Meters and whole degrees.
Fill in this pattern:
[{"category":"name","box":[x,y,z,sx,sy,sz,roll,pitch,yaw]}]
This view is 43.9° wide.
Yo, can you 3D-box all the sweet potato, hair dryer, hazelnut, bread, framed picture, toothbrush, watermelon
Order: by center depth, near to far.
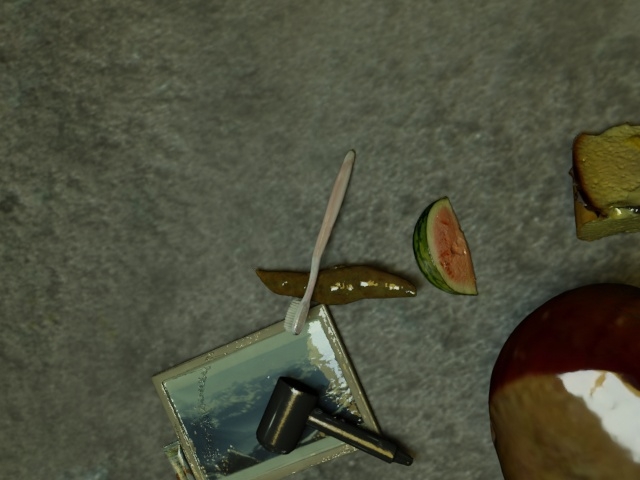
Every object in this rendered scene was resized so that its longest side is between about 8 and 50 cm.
[{"category":"hazelnut","box":[0.401,0.261,1.075,0.359,0.359,0.409,-10,88,13]},{"category":"bread","box":[0.423,-0.082,1.116,0.140,0.160,0.169,-8,93,13]},{"category":"watermelon","box":[0.177,0.021,1.239,0.069,0.087,0.163,-18,88,50]},{"category":"toothbrush","box":[0.000,0.000,1.248,0.030,0.025,0.307,12,80,35]},{"category":"sweet potato","box":[0.019,0.070,1.266,0.274,0.067,0.067,2,95,16]},{"category":"hair dryer","box":[0.026,0.316,1.268,0.248,0.070,0.114,24,97,1]},{"category":"framed picture","box":[-0.093,0.278,1.326,0.335,0.022,0.247,-24,89,13]}]

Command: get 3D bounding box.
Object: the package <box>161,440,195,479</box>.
[{"category":"package","box":[-0.238,0.401,1.369,0.037,0.015,0.110,-23,91,7]}]
